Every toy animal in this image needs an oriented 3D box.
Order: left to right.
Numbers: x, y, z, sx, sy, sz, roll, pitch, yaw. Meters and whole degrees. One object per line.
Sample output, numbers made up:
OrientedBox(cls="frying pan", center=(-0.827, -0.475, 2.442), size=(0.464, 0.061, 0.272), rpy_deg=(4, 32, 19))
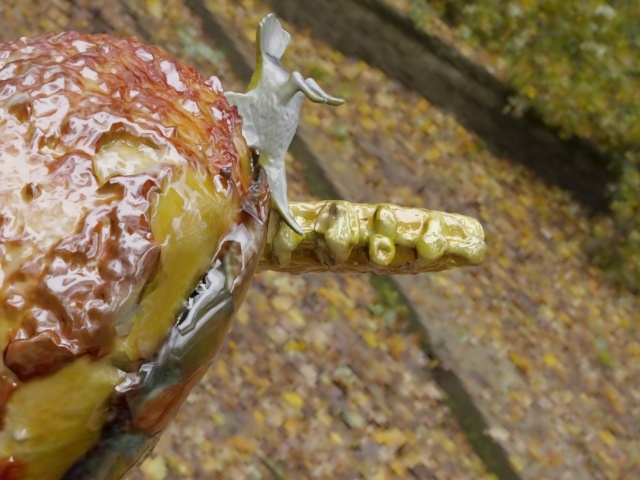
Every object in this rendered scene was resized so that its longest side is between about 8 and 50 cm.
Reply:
OrientedBox(cls="toy animal", center=(-0.033, -0.086, 1.023), size=(0.155, 0.095, 0.219), rpy_deg=(54, 18, 19))

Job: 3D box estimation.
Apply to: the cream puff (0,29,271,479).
OrientedBox(cls="cream puff", center=(-0.129, 0.016, 0.568), size=(0.164, 0.240, 0.240), rpy_deg=(44, 17, -26))

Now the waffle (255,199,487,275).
OrientedBox(cls="waffle", center=(0.000, -0.001, 1.185), size=(0.283, 0.309, 0.065), rpy_deg=(4, 84, -52))
